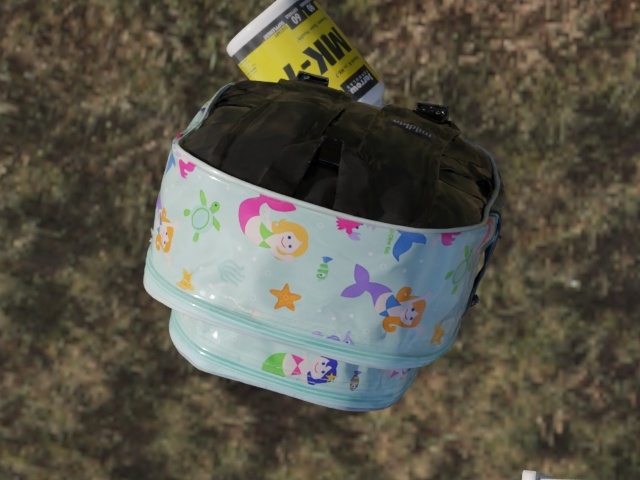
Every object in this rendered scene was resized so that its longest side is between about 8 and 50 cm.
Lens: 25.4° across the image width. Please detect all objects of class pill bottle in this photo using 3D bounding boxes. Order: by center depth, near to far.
[{"bbox_3d":[-0.001,-0.183,1.655,0.208,0.119,0.119,49,137,-6],"label":"pill bottle"}]

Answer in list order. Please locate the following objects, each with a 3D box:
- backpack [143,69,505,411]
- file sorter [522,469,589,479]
[{"bbox_3d":[0.000,0.000,0.929,0.225,0.191,0.253,16,-167,3],"label":"backpack"},{"bbox_3d":[0.346,0.433,1.703,0.173,0.278,0.193,-3,162,33],"label":"file sorter"}]
